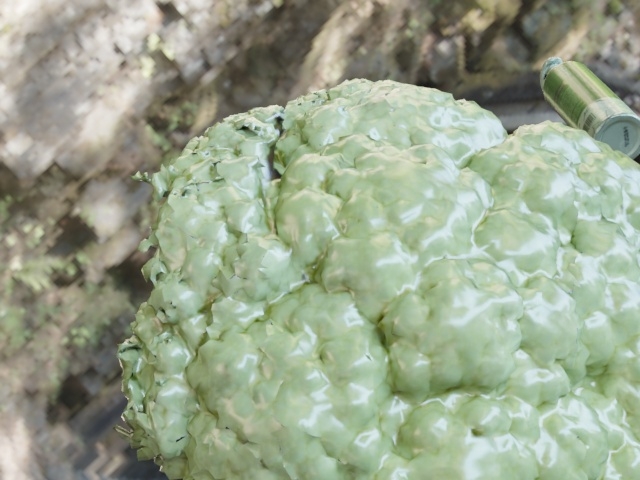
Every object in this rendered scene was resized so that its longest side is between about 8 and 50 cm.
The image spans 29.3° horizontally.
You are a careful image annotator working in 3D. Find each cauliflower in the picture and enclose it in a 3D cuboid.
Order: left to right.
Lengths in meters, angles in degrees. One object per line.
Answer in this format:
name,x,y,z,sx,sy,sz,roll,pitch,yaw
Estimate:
cauliflower,0.033,0.073,0.531,0.250,0.272,0.275,151,-61,-61

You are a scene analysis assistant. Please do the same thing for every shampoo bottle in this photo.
shampoo bottle,0.289,-0.150,1.345,0.065,0.065,0.204,52,8,-30
